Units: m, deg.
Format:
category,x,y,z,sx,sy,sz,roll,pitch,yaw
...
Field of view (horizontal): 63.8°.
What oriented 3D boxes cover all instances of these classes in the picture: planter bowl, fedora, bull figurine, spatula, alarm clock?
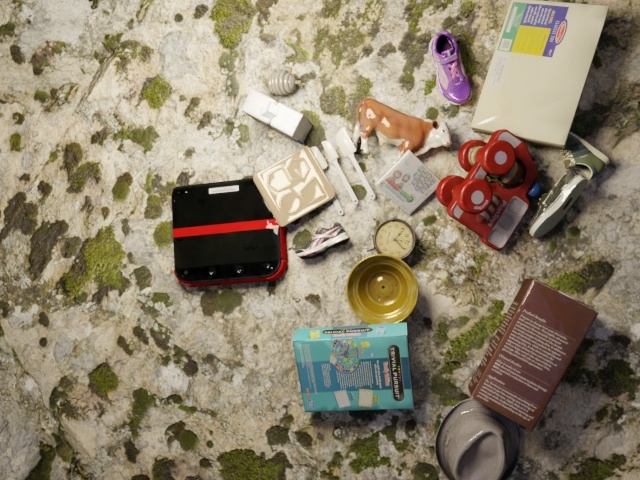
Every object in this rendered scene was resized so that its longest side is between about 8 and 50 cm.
category,x,y,z,sx,sy,sz,roll,pitch,yaw
planter bowl,0.190,0.148,1.572,0.217,0.090,0.217,0,91,11
fedora,0.461,0.610,1.490,0.243,0.124,0.276,30,94,9
bull figurine,0.241,-0.319,1.576,0.310,0.101,0.189,27,95,10
spatula,0.063,-0.211,1.626,0.168,0.019,0.242,-27,89,25
alarm clock,0.246,0.002,1.582,0.191,0.064,0.130,13,90,13

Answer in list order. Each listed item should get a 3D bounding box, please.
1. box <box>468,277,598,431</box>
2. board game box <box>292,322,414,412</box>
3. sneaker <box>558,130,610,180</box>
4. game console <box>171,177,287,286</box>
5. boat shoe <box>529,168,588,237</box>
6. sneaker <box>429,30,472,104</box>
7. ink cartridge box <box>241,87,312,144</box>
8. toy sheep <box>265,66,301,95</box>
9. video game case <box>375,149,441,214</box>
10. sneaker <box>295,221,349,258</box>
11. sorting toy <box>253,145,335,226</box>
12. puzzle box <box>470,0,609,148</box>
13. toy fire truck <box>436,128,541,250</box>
category,x,y,z,sx,sy,sz,roll,pitch,yaw
box,0.596,0.317,1.471,0.191,0.143,0.382,28,95,11
board game box,0.102,0.385,1.546,0.335,0.079,0.254,-5,109,10
sneaker,0.738,-0.251,1.500,0.192,0.064,0.086,37,92,8
game console,-0.305,-0.027,1.695,0.386,0.060,0.342,-5,81,9
boat shoe,0.682,-0.107,1.508,0.219,0.077,0.070,-54,46,14
sneaker,0.392,-0.528,1.555,0.095,0.104,0.237,-18,86,8
ink cartridge box,-0.135,-0.391,1.627,0.190,0.139,0.082,28,95,11
toy sheep,-0.120,-0.510,1.658,0.132,0.091,0.091,2,88,29
video game case,0.268,-0.173,1.556,0.157,0.019,0.143,38,107,-23
sneaker,0.000,0.000,1.634,0.178,0.072,0.077,-22,72,1
sorting toy,-0.083,-0.172,1.640,0.208,0.038,0.193,-30,84,1
puzzle box,0.636,-0.493,1.503,0.272,0.052,0.409,19,92,26
toy fire truck,0.512,-0.153,1.508,0.253,0.169,0.302,31,93,-16
